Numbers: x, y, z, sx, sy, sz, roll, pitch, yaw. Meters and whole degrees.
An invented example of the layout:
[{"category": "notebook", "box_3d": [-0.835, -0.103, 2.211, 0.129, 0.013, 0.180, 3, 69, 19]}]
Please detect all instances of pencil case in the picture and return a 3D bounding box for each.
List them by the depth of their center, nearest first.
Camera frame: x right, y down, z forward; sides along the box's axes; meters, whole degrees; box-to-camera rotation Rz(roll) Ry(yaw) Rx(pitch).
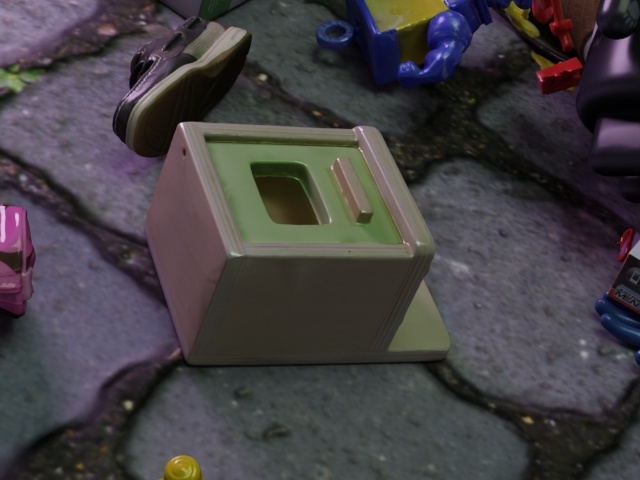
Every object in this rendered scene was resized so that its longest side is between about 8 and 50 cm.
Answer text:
[{"category": "pencil case", "box_3d": [-0.305, 0.012, 1.162, 0.209, 0.095, 0.098, 3, 12, -23]}]

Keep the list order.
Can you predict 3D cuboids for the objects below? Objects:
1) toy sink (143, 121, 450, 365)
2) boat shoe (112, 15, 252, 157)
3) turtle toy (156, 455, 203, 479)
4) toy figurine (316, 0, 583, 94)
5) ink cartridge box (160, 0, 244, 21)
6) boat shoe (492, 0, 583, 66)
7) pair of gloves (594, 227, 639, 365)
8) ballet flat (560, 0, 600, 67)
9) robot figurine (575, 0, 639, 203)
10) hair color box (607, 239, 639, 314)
[{"category": "toy sink", "box_3d": [0.000, 0.000, 1.291, 0.234, 0.131, 0.153, 2, 44, -25]}, {"category": "boat shoe", "box_3d": [-0.134, -0.140, 1.436, 0.073, 0.080, 0.223, 25, 33, 11]}, {"category": "turtle toy", "box_3d": [-0.083, 0.207, 1.054, 0.066, 0.095, 0.130, -29, 58, -20]}, {"category": "toy figurine", "box_3d": [0.086, -0.263, 1.599, 0.217, 0.191, 0.362, -21, 48, -2]}, {"category": "ink cartridge box", "box_3d": [-0.072, -0.326, 1.612, 0.093, 0.154, 0.212, 35, 41, 17]}, {"category": "boat shoe", "box_3d": [0.214, -0.287, 1.754, 0.285, 0.103, 0.092, 47, 41, 18]}, {"category": "pair of gloves", "box_3d": [0.328, 0.065, 1.466, 0.159, 0.023, 0.198, 25, 38, 5]}, {"category": "ballet flat", "box_3d": [0.357, -0.142, 1.629, 0.342, 0.116, 0.124, 37, 52, -10]}, {"category": "robot figurine", "box_3d": [0.329, -0.173, 1.487, 0.173, 0.209, 0.278, 16, 74, 5]}, {"category": "hair color box", "box_3d": [0.334, 0.018, 1.464, 0.093, 0.053, 0.167, 32, 37, 15]}]
